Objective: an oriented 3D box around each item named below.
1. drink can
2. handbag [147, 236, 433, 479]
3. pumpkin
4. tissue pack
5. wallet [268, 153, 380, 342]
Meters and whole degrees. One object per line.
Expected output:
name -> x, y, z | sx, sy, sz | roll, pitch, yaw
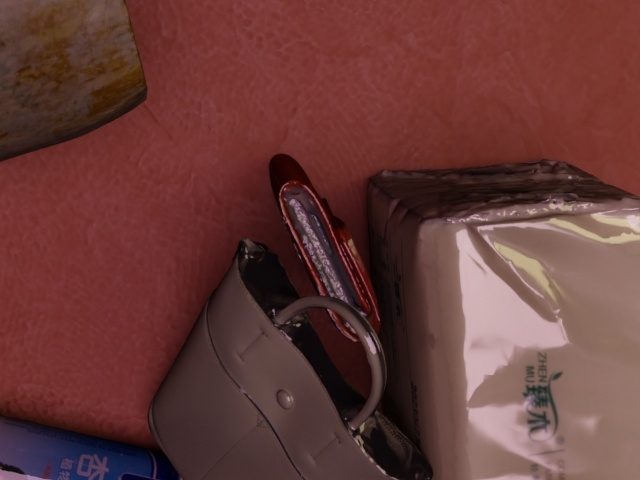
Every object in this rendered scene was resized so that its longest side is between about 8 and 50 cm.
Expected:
drink can -> -0.247, 0.213, 1.153 | 0.235, 0.097, 0.097 | 15, 98, -11
handbag -> -0.017, 0.130, 1.055 | 0.109, 0.315, 0.241 | -26, 73, -41
pumpkin -> -0.242, -0.229, 0.974 | 0.199, 0.332, 0.332 | -19, 102, -11
tissue pack -> 0.164, 0.131, 1.091 | 0.207, 0.297, 0.380 | -7, 102, -6
wallet -> 0.000, 0.000, 1.091 | 0.045, 0.204, 0.142 | -26, 101, 0
